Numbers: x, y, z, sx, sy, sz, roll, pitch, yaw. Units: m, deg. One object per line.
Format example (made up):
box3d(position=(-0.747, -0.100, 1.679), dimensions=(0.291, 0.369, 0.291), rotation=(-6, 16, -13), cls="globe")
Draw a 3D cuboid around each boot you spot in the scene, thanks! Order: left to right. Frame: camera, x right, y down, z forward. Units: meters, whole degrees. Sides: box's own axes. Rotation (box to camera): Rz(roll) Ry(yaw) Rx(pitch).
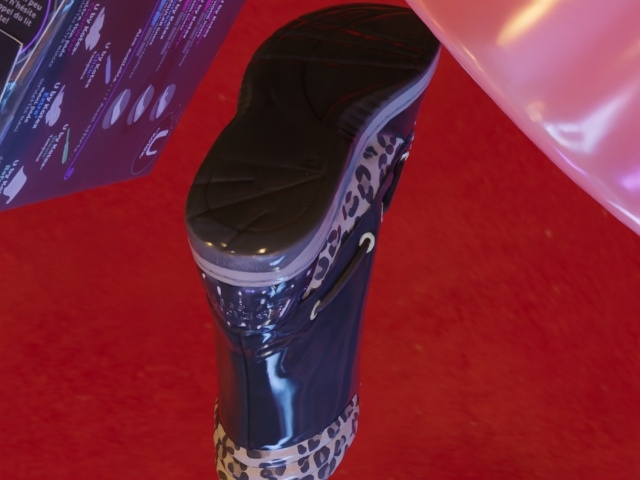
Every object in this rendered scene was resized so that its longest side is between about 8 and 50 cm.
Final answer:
box3d(position=(-0.002, 0.000, 0.888), dimensions=(0.085, 0.178, 0.236), rotation=(12, 39, 15), cls="boot")

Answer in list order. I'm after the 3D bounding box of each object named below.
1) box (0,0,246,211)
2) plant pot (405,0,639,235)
box3d(position=(-0.172, -0.122, 0.964), dimensions=(0.165, 0.270, 0.143), rotation=(33, 104, 9), cls="box")
box3d(position=(0.166, -0.157, 0.669), dimensions=(0.243, 0.275, 0.275), rotation=(-42, 73, 19), cls="plant pot")
